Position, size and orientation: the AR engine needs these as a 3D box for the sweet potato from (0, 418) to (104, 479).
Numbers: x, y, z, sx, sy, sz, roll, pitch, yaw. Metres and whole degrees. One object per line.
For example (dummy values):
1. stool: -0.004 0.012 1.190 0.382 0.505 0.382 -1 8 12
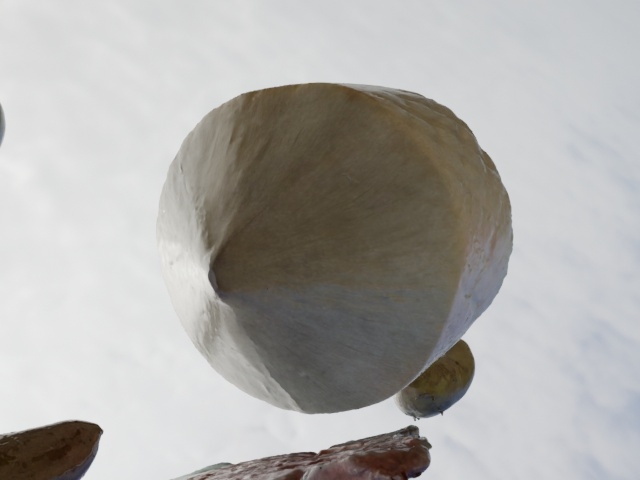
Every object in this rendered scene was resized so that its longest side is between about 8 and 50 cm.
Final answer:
1. sweet potato: -0.423 0.305 1.279 0.109 0.385 0.109 57 166 22

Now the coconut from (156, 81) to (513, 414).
1. coconut: 0.000 0.000 0.969 0.328 0.329 0.329 31 -156 -16

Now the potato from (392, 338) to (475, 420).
1. potato: 0.135 0.163 1.331 0.138 0.091 0.070 -33 -81 -56

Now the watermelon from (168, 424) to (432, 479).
1. watermelon: -0.023 0.102 0.422 0.121 0.158 0.098 29 -151 19

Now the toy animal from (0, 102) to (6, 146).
1. toy animal: -0.385 -0.093 0.983 0.212 0.212 0.267 23 -140 -31
